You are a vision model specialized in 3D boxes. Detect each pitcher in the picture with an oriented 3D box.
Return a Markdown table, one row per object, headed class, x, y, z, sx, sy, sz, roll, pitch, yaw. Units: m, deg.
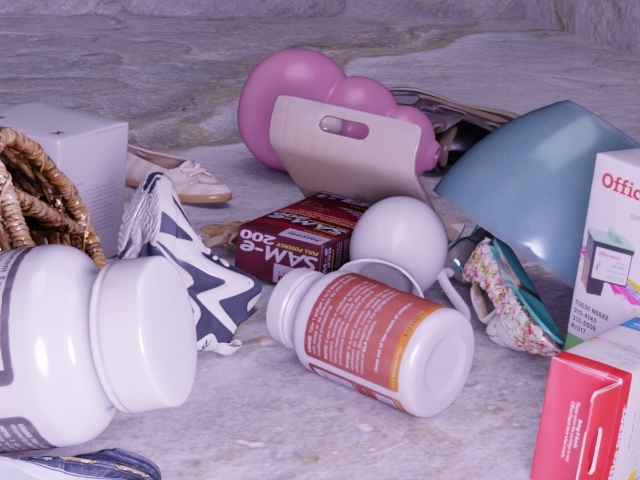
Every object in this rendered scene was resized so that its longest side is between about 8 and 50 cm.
| class | x | y | z | sx | sy | sz | roll | pitch | yaw |
| --- | --- | --- | --- | --- | --- | --- | --- | --- | --- |
| pitcher | 0.116 | 0.037 | 1.928 | 0.177 | 0.125 | 0.207 | 28 | 28 | -1 |

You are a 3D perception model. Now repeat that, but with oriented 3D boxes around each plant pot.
| class | x | y | z | sx | sy | sz | roll | pitch | yaw |
| --- | --- | --- | --- | --- | --- | --- | --- | --- | --- |
| plant pot | 0.320 | -0.064 | 1.971 | 0.290 | 0.195 | 0.290 | 34 | 6 | -4 |

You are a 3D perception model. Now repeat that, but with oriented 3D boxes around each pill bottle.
| class | x | y | z | sx | sy | sz | roll | pitch | yaw |
| --- | --- | --- | --- | --- | --- | --- | --- | --- | --- |
| pill bottle | -0.278 | 0.097 | 1.321 | 0.318 | 0.176 | 0.176 | -8 | 13 | 15 |
| pill bottle | 0.049 | 0.102 | 1.651 | 0.216 | 0.121 | 0.121 | 20 | 22 | 37 |

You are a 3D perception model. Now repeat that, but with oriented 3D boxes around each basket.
| class | x | y | z | sx | sy | sz | roll | pitch | yaw |
| --- | --- | --- | --- | --- | --- | --- | --- | --- | --- |
| basket | -0.307 | -0.004 | 1.573 | 0.223 | 0.213 | 0.299 | 10 | -9 | 11 |

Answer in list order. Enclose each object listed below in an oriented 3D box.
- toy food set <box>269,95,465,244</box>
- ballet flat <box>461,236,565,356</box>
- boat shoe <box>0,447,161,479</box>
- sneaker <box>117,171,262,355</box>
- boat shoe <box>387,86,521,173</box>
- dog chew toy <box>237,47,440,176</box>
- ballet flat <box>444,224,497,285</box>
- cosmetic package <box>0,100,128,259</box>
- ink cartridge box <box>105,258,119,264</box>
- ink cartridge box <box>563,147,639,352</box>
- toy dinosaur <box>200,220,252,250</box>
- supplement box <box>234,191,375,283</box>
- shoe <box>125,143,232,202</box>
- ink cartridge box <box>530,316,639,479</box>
| class | x | y | z | sx | sy | sz | roll | pitch | yaw |
| --- | --- | --- | --- | --- | --- | --- | --- | --- | --- |
| toy food set | 0.075 | -0.099 | 2.158 | 0.219 | 0.092 | 0.306 | 14 | -18 | 23 |
| ballet flat | 0.230 | 0.084 | 1.843 | 0.091 | 0.077 | 0.241 | 38 | 16 | -25 |
| boat shoe | -0.226 | 0.212 | 1.307 | 0.183 | 0.065 | 0.083 | 10 | 14 | -6 |
| sneaker | -0.142 | 0.035 | 1.749 | 0.153 | 0.094 | 0.235 | 21 | 36 | -35 |
| boat shoe | 0.203 | -0.186 | 2.636 | 0.355 | 0.132 | 0.130 | 4 | 17 | -2 |
| dog chew toy | 0.035 | -0.186 | 2.484 | 0.331 | 0.207 | 0.206 | 20 | 20 | 15 |
| ballet flat | 0.222 | 0.017 | 2.116 | 0.068 | 0.072 | 0.213 | 39 | 25 | 9 |
| cosmetic package | -0.353 | -0.069 | 1.961 | 0.151 | 0.184 | 0.151 | 15 | 19 | 25 |
| ink cartridge box | -0.241 | 0.058 | 1.810 | 0.122 | 0.052 | 0.088 | 3 | 18 | -7 |
| ink cartridge box | 0.384 | 0.054 | 1.658 | 0.117 | 0.278 | 0.201 | -5 | 20 | -33 |
| toy dinosaur | -0.116 | -0.011 | 2.083 | 0.092 | 0.053 | 0.183 | 10 | 17 | 18 |
| supplement box | 0.000 | 0.000 | 2.052 | 0.130 | 0.073 | 0.239 | 14 | 19 | 25 |
| shoe | -0.231 | -0.101 | 2.323 | 0.219 | 0.058 | 0.076 | 15 | 19 | 26 |
| ink cartridge box | 0.281 | 0.169 | 1.492 | 0.078 | 0.134 | 0.231 | 19 | 20 | 34 |
